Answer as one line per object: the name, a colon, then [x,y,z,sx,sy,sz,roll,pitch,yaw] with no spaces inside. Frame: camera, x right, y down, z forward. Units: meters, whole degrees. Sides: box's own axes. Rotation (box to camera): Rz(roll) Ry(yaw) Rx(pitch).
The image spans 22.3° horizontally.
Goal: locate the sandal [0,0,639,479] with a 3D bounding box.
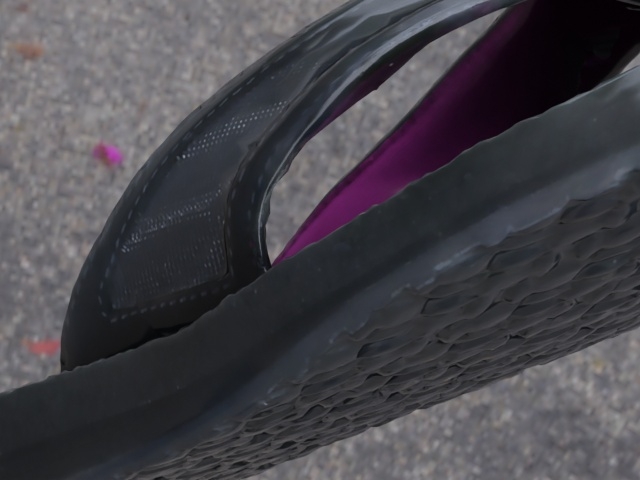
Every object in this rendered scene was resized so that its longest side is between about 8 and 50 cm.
sandal: [-0.002,0.000,0.484,0.168,0.446,0.107,2,66,-58]
